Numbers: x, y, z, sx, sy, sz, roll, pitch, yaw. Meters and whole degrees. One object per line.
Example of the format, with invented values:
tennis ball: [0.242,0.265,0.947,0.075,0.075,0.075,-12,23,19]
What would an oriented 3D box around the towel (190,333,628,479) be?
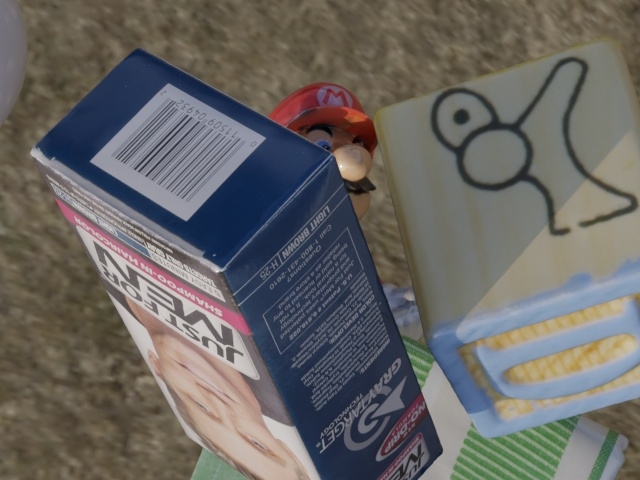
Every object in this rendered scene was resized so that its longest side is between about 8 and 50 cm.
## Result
towel: [0.061,0.207,1.547,0.325,0.038,0.247,21,81,13]

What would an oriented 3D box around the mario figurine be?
mario figurine: [0.000,0.000,1.695,0.170,0.198,0.320,-4,66,21]

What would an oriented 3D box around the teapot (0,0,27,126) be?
teapot: [-0.391,-0.186,1.795,0.253,0.187,0.256,-21,98,-10]

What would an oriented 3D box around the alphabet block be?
alphabet block: [0.164,0.002,1.376,0.192,0.193,0.197,-16,59,8]

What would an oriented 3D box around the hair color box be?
hair color box: [-0.045,0.049,1.241,0.174,0.347,0.105,31,68,33]
